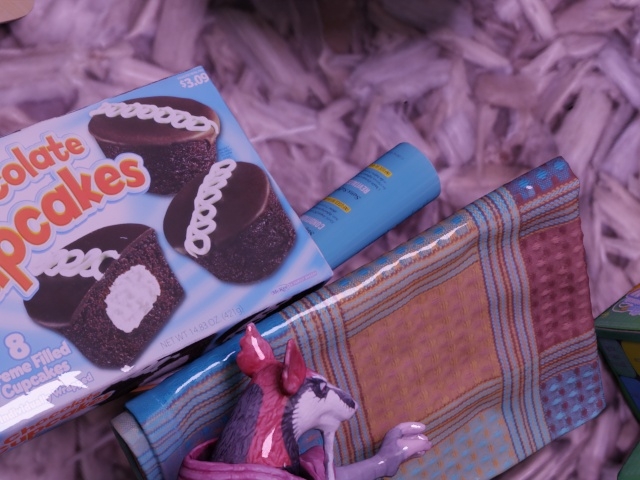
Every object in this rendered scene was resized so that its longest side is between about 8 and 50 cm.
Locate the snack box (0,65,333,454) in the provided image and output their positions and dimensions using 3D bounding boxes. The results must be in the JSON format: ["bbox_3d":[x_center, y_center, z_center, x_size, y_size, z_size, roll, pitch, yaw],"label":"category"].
[{"bbox_3d":[-0.172,0.016,0.912,0.322,0.060,0.187,-25,76,-31],"label":"snack box"}]

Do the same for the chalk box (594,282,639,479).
[{"bbox_3d":[0.355,0.098,1.111,0.289,0.180,0.179,-35,101,-17],"label":"chalk box"}]

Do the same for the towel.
[{"bbox_3d":[0.048,0.125,1.000,0.370,0.040,0.271,-29,132,-14],"label":"towel"}]

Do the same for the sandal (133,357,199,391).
[{"bbox_3d":[-0.028,0.091,1.025,0.265,0.102,0.076,-14,102,-17],"label":"sandal"}]

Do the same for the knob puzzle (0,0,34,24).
[{"bbox_3d":[-0.282,-0.227,0.963,0.213,0.030,0.213,8,76,-34],"label":"knob puzzle"}]

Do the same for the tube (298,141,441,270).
[{"bbox_3d":[0.000,0.000,1.049,0.207,0.080,0.052,-36,114,-20],"label":"tube"}]

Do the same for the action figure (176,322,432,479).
[{"bbox_3d":[-0.036,0.237,0.869,0.276,0.248,0.370,-8,92,-2],"label":"action figure"}]
